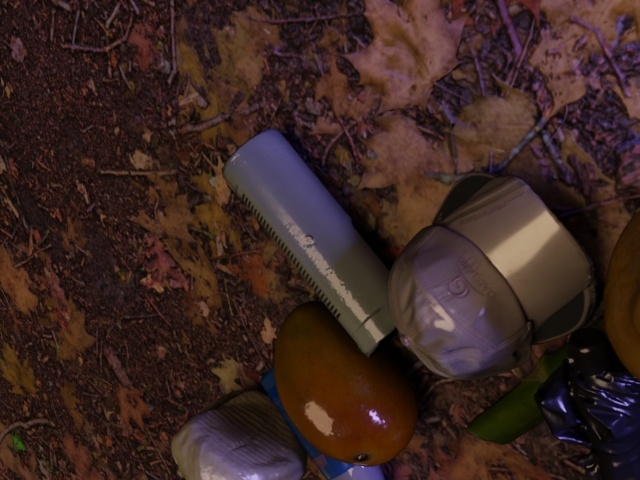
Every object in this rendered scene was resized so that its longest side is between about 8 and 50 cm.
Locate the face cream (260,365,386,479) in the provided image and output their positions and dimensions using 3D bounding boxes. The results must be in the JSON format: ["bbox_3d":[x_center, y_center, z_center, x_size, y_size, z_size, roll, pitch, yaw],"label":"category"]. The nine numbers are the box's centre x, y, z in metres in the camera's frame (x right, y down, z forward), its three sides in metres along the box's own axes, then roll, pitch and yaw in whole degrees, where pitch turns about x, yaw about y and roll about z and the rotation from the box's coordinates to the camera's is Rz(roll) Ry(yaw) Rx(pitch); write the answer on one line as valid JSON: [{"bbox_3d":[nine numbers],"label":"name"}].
[{"bbox_3d":[0.011,0.301,1.333,0.264,0.083,0.149,55,159,8],"label":"face cream"}]

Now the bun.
[{"bbox_3d":[-0.138,0.354,1.404,0.229,0.229,0.145,35,119,25],"label":"bun"}]

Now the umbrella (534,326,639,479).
[{"bbox_3d":[0.324,0.210,0.944,0.122,0.110,0.272,-2,127,39],"label":"umbrella"}]

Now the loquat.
[{"bbox_3d":[0.376,0.048,0.808,0.213,0.213,0.213,19,122,35],"label":"loquat"}]

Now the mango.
[{"bbox_3d":[0.025,0.207,1.217,0.254,0.175,0.139,47,134,16],"label":"mango"}]

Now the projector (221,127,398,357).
[{"bbox_3d":[0.000,0.000,1.192,0.337,0.108,0.108,51,135,12],"label":"projector"}]

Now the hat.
[{"bbox_3d":[0.193,0.052,1.011,0.232,0.161,0.275,49,131,8],"label":"hat"}]

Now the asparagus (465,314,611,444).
[{"bbox_3d":[0.280,0.185,1.055,0.067,0.060,0.277,24,134,-11],"label":"asparagus"}]
